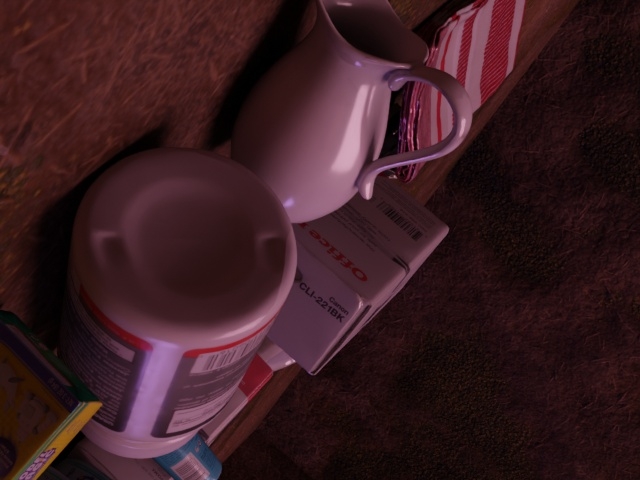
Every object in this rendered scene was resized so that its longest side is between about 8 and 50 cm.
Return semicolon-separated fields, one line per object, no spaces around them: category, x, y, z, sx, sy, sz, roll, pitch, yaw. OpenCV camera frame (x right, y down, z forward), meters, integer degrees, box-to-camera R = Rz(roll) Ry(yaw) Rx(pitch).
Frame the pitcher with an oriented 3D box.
pitcher;0.020;-0.094;0.798;0.125;0.178;0.207;-27;157;-45

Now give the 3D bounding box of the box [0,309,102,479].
box;-0.252;0.147;0.673;0.179;0.105;0.043;-50;164;1

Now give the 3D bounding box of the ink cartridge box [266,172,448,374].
ink cartridge box;0.000;0.000;1.052;0.114;0.197;0.273;-54;171;27

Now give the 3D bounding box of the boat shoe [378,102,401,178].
boat shoe;0.101;-0.122;1.493;0.084;0.079;0.233;-48;174;-24

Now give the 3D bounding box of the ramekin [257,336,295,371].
ramekin;-0.044;0.108;1.400;0.207;0.109;0.207;-28;166;-8

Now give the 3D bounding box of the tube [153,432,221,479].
tube;-0.190;0.210;1.104;0.052;0.207;0.080;5;-134;48

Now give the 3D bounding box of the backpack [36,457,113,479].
backpack;-0.285;0.355;1.051;0.191;0.225;0.253;-46;160;-38

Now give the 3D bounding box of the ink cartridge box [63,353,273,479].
ink cartridge box;-0.219;0.261;1.282;0.283;0.117;0.207;-42;176;-45

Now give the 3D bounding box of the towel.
towel;0.211;-0.254;1.355;0.329;0.037;0.237;-45;152;-35

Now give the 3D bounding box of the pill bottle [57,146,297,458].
pill bottle;-0.130;0.066;0.782;0.161;0.161;0.283;-44;171;-34
